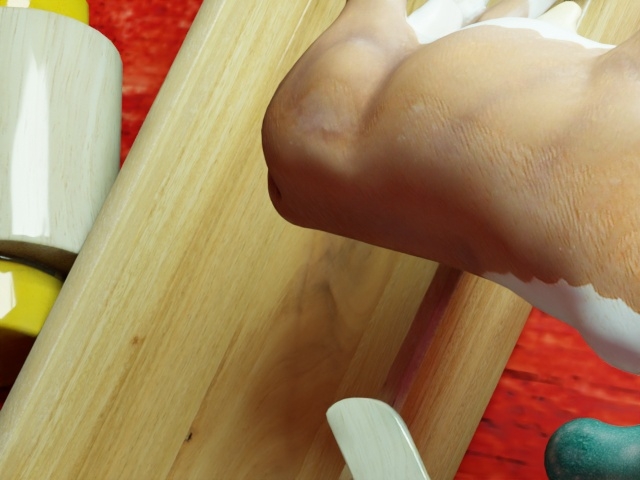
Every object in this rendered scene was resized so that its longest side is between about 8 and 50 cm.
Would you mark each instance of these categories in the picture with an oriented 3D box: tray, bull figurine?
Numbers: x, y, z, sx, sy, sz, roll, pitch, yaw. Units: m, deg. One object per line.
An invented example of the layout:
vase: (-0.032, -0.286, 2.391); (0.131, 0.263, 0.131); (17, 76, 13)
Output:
tray: (0.000, 0.000, 0.873); (0.202, 0.076, 0.411); (21, 82, 37)
bull figurine: (0.101, -0.043, 0.706); (0.310, 0.101, 0.188); (20, 76, 43)

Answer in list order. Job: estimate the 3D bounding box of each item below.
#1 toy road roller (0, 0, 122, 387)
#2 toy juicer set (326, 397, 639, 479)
toy road roller: (-0.284, -0.034, 0.962); (0.329, 0.240, 0.203); (-14, 64, 27)
toy juicer set: (0.171, 0.144, 0.694); (0.329, 0.089, 0.209); (-9, 68, 17)
